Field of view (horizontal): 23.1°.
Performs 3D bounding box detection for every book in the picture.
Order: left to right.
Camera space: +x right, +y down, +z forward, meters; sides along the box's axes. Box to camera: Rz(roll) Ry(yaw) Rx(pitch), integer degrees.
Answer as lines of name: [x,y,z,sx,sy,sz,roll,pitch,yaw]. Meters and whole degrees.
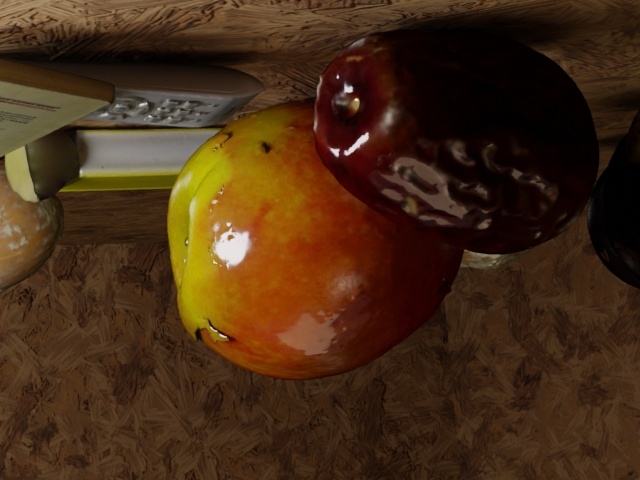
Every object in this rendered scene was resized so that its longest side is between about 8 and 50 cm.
book: [-0.324,-0.127,1.500,0.161,0.026,0.231,9,164,-37]

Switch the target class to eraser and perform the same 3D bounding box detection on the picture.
eraser: [-0.242,-0.107,2.080,0.226,0.069,0.158,-2,177,-26]

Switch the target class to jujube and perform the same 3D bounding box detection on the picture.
jujube: [0.139,-0.105,1.567,0.318,0.223,0.223,11,166,-42]

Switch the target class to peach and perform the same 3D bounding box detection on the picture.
peach: [0.000,0.000,1.901,0.370,0.369,0.370,-5,176,0]

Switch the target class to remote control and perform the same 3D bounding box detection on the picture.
remote control: [-0.216,-0.157,1.569,0.313,0.055,0.109,2,168,-24]

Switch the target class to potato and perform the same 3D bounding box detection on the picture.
potato: [-0.357,-0.101,1.986,0.066,0.096,0.103,-11,-168,-30]

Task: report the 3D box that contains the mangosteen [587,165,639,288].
mangosteen: [0.579,-0.052,2.600,0.288,0.288,0.288,-5,176,0]

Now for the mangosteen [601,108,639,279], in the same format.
mangosteen: [0.536,-0.063,2.112,0.297,0.296,0.313,-4,165,-16]

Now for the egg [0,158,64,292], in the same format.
egg: [-0.471,-0.021,2.121,0.245,0.203,0.203,-3,176,-13]

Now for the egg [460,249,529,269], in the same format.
egg: [0.279,-0.042,2.781,0.233,0.194,0.195,7,178,10]
